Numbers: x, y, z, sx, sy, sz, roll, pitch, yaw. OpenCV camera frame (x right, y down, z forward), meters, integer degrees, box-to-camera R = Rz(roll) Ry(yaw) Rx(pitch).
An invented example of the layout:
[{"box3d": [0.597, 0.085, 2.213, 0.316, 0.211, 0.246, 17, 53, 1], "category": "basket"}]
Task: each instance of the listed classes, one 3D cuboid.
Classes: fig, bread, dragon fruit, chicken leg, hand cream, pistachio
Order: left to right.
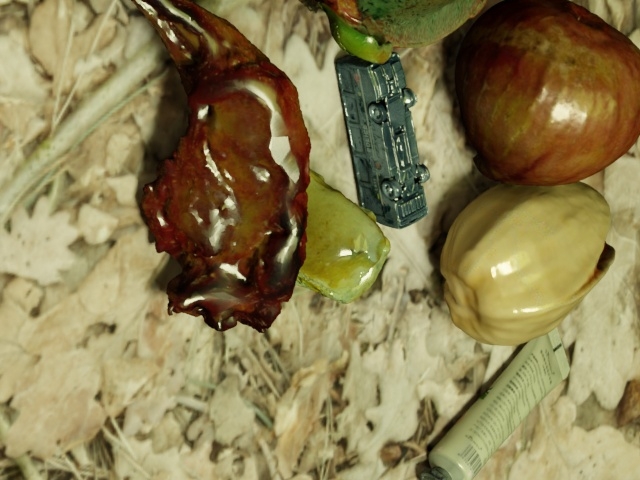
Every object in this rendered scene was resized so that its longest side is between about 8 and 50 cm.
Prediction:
[{"box3d": [-0.094, -0.103, 1.631, 0.158, 0.096, 0.407, -15, 117, 3], "category": "chicken leg"}, {"box3d": [-0.002, -0.002, 1.751, 0.156, 0.110, 0.103, 33, 86, -41], "category": "bread"}, {"box3d": [0.073, -0.291, 1.725, 0.295, 0.130, 0.268, 14, 97, -45], "category": "dragon fruit"}, {"box3d": [0.186, 0.179, 2.028, 0.234, 0.050, 0.080, -43, 128, -32], "category": "hand cream"}, {"box3d": [0.209, 0.014, 1.923, 0.229, 0.157, 0.157, -34, 125, -46], "category": "pistachio"}, {"box3d": [0.215, -0.136, 1.866, 0.205, 0.205, 0.205, -15, 112, -40], "category": "fig"}]

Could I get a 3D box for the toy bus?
[{"box3d": [0.058, -0.095, 1.806, 0.047, 0.065, 0.166, -28, 118, -35], "category": "toy bus"}]
